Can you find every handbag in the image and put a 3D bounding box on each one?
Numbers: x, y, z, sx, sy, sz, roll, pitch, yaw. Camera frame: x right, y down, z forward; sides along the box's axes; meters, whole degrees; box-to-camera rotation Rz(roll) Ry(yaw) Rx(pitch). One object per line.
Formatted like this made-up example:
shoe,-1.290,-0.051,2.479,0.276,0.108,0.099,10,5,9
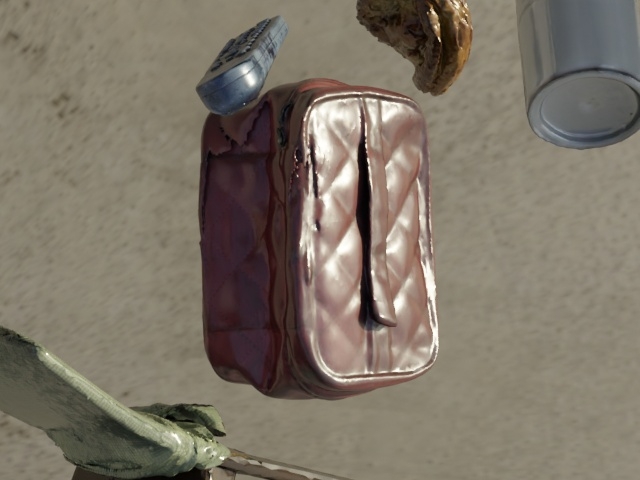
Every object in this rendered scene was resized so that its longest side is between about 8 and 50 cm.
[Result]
handbag,0.000,0.000,1.244,0.146,0.135,0.225,3,86,-46

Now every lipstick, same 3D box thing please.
lipstick,0.082,-0.096,0.581,0.040,0.040,0.141,14,51,-18

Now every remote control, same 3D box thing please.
remote control,-0.047,-0.105,1.052,0.043,0.152,0.027,-34,103,15

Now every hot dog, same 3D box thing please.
hot dog,0.077,-0.163,1.345,0.065,0.147,0.099,-41,90,1

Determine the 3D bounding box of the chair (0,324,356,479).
chair,-0.132,0.186,1.171,0.319,0.160,0.186,25,74,-43
